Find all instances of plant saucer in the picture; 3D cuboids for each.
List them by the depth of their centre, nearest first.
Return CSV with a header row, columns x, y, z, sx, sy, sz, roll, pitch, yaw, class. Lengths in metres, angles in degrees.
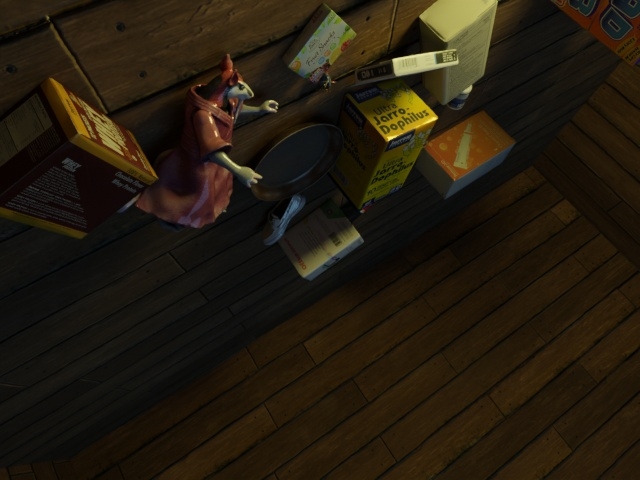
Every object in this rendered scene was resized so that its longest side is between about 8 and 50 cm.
x,y,z,sx,sy,sz,roll,pitch,yaw,class
-0.074,-0.233,1.195,0.311,0.050,0.310,-29,159,-12,plant saucer

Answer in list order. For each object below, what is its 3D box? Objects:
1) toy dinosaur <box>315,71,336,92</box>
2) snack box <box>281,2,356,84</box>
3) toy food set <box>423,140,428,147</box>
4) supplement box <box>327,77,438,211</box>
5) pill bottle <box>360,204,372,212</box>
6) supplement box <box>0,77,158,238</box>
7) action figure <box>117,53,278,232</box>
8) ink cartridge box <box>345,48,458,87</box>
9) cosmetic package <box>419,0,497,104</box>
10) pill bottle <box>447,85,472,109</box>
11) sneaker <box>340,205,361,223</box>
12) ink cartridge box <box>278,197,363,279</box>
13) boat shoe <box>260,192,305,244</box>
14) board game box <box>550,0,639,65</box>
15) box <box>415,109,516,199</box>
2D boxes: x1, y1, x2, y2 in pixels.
x,y,z,sx,sy,sz,roll,pitch,yaw,class
0.006,-0.399,0.991,0.082,0.047,0.090,95,18,-55,toy dinosaur
-0.003,-0.419,0.885,0.141,0.037,0.100,-45,152,24,snack box
0.412,-0.400,1.678,0.083,0.020,0.083,-28,160,-21,toy food set
0.171,-0.285,1.272,0.194,0.195,0.356,-28,159,-21,supplement box
0.205,-0.192,1.720,0.152,0.086,0.086,-41,161,12,pill bottle
-0.437,-0.128,0.709,0.194,0.129,0.191,-37,161,4,supplement box
-0.246,-0.211,0.861,0.276,0.248,0.370,15,126,-11,action figure
0.198,-0.438,1.046,0.206,0.045,0.208,-21,-160,-25,ink cartridge box
0.376,-0.536,1.150,0.160,0.113,0.309,-37,161,4,cosmetic package
0.490,-0.524,1.442,0.067,0.067,0.120,-30,160,-15,pill bottle
0.072,-0.038,1.797,0.286,0.130,0.109,-36,159,-2,sneaker
0.000,0.000,1.648,0.278,0.201,0.117,-36,161,3,ink cartridge box
-0.148,-0.083,1.416,0.226,0.083,0.076,-53,145,13,boat shoe
0.939,-0.798,1.111,0.356,0.356,0.356,-36,161,1,board game box
0.630,-0.377,1.807,0.345,0.215,0.168,-32,161,-11,box
